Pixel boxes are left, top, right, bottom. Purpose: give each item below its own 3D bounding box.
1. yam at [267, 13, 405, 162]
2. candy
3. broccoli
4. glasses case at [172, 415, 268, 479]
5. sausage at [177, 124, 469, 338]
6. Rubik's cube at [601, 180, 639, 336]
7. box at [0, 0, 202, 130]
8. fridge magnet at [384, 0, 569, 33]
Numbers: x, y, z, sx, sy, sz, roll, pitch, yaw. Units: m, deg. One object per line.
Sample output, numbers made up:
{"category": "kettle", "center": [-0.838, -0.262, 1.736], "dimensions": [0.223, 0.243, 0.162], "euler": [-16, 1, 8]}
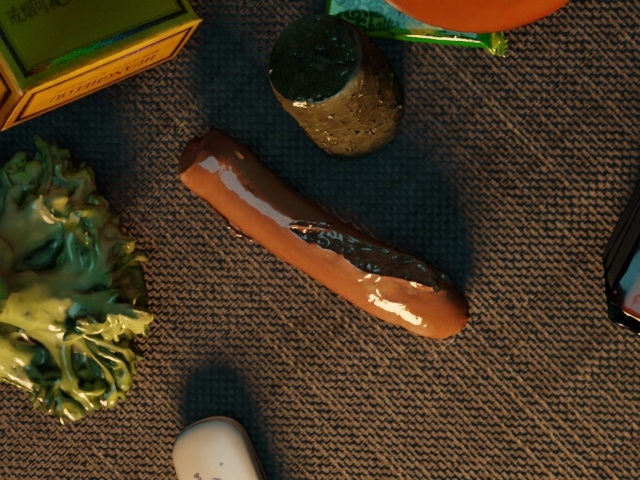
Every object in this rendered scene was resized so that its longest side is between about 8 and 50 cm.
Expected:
{"category": "yam", "center": [0.013, -0.138, 1.625], "dimensions": [0.107, 0.183, 0.107], "euler": [-2, 81, 12]}
{"category": "candy", "center": [0.085, -0.224, 1.665], "dimensions": [0.178, 0.032, 0.102], "euler": [6, 97, 7]}
{"category": "broccoli", "center": [-0.283, 0.022, 1.642], "dimensions": [0.288, 0.245, 0.248], "euler": [13, 89, 1]}
{"category": "glasses case", "center": [-0.077, 0.260, 1.737], "dimensions": [0.076, 0.049, 0.197], "euler": [-20, 93, 10]}
{"category": "sausage", "center": [0.001, 0.000, 1.684], "dimensions": [0.304, 0.078, 0.078], "euler": [33, 100, 3]}
{"category": "Rubik's cube", "center": [0.410, -0.016, 1.518], "dimensions": [0.283, 0.288, 0.293], "euler": [30, 98, 3]}
{"category": "box", "center": [-0.265, -0.269, 1.615], "dimensions": [0.193, 0.084, 0.301], "euler": [-27, 82, -33]}
{"category": "fridge magnet", "center": [0.125, -0.352, 1.530], "dimensions": [0.363, 0.155, 0.363], "euler": [17, 114, 42]}
